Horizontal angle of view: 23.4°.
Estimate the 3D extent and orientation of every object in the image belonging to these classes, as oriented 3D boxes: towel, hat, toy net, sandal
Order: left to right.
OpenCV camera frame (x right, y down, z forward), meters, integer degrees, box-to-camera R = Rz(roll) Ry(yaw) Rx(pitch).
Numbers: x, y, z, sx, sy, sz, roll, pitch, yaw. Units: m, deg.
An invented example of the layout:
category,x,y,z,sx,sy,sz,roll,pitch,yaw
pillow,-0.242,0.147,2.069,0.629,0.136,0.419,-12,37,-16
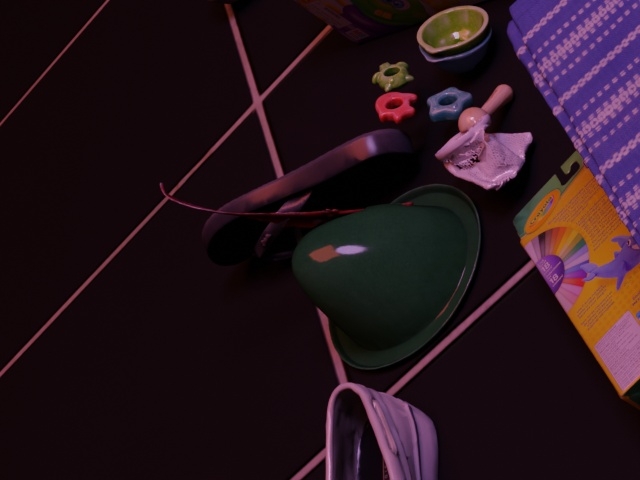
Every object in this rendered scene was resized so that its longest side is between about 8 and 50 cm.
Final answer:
category,x,y,z,sx,sy,sz,roll,pitch,yaw
sandal,-0.018,-0.027,1.446,0.254,0.097,0.054,-30,69,38
hat,0.000,0.000,1.304,0.208,0.183,0.173,-36,39,31
toy net,0.109,-0.120,1.342,0.122,0.045,0.232,-18,37,4
towel,0.253,-0.122,0.940,0.243,0.040,0.336,-45,39,22

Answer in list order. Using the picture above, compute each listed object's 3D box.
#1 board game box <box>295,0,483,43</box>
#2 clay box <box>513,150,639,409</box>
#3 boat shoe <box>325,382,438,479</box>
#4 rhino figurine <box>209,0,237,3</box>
category,x,y,z,sx,sy,sz,roll,pitch,yaw
board game box,0.092,-0.308,1.470,0.275,0.144,0.142,-12,55,50
clay box,0.228,0.011,1.112,0.127,0.053,0.222,-48,33,17
boat shoe,0.042,0.224,1.154,0.096,0.088,0.267,-31,42,36
rhino figurine,-0.057,-0.360,1.780,0.243,0.073,0.106,-36,35,29
